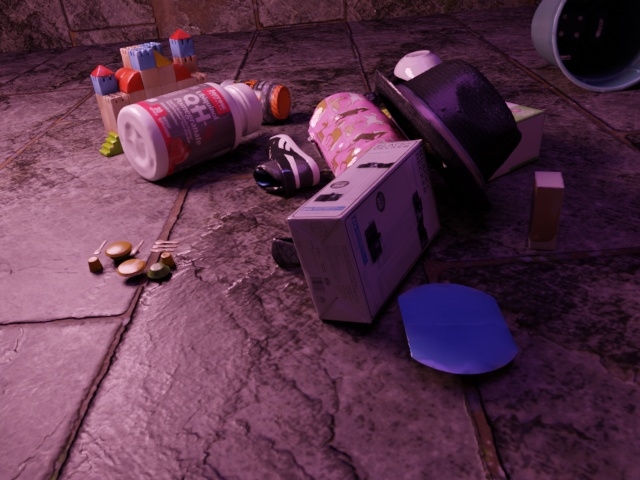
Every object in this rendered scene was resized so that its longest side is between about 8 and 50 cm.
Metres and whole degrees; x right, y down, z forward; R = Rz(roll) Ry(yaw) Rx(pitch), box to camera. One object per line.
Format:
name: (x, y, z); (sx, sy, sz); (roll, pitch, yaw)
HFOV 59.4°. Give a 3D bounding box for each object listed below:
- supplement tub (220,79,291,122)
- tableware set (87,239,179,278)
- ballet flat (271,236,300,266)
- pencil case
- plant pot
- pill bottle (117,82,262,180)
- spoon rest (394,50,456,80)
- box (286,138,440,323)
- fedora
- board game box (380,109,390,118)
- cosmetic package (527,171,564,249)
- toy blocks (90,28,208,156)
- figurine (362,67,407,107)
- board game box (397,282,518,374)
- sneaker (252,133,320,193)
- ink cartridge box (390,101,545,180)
supplement tub: (-0.188, -0.394, 1.594); (0.190, 0.117, 0.117); (7, 32, 21)
tableware set: (-0.324, 0.036, 0.968); (0.154, 0.024, 0.104); (1, 34, 8)
ballet flat: (0.000, 0.000, 0.947); (0.173, 0.049, 0.057); (-18, 33, -21)
pencil case: (0.086, -0.182, 1.144); (0.160, 0.167, 0.386); (28, 19, -25)
plant pot: (0.808, -0.637, 1.677); (0.341, 0.341, 0.334); (-3, 21, 3)
pill bottle: (-0.300, -0.275, 1.345); (0.176, 0.176, 0.318); (23, 40, 39)
spoon rest: (0.291, -0.457, 1.519); (0.137, 0.084, 0.276); (-17, 26, -6)
box: (0.081, -0.026, 0.849); (0.087, 0.169, 0.290); (-1, 27, 34)
fedora: (0.242, -0.215, 1.006); (0.152, 0.334, 0.334); (-39, 30, 9)
board game box: (0.169, -0.288, 1.408); (0.181, 0.043, 0.092); (-8, 42, -4)
cosmetic package: (0.362, -0.048, 0.904); (0.041, 0.115, 0.060); (4, 31, 15)
toy blocks: (-0.454, -0.415, 1.529); (0.381, 0.261, 0.191); (-27, 36, -32)
figurine: (0.225, -0.393, 1.570); (0.215, 0.092, 0.209); (21, 47, 36)
board game box: (0.173, 0.121, 0.731); (0.133, 0.033, 0.169); (-1, 35, -3)
sneaker: (-0.104, -0.170, 1.227); (0.121, 0.079, 0.217); (-18, 34, -24)
ink cartridge box: (0.316, -0.240, 1.246); (0.198, 0.115, 0.273); (-23, 35, -29)
